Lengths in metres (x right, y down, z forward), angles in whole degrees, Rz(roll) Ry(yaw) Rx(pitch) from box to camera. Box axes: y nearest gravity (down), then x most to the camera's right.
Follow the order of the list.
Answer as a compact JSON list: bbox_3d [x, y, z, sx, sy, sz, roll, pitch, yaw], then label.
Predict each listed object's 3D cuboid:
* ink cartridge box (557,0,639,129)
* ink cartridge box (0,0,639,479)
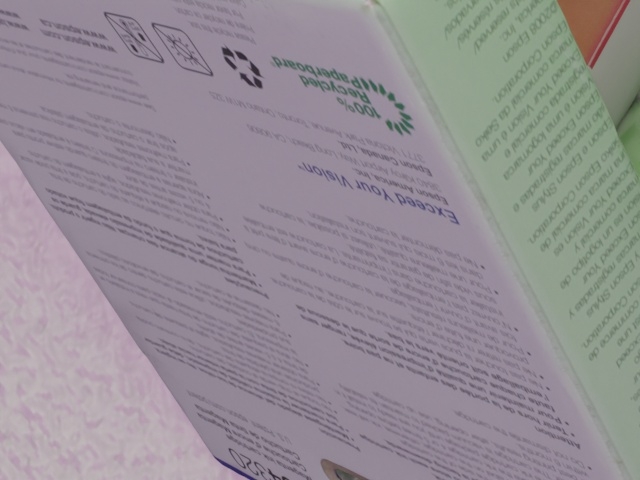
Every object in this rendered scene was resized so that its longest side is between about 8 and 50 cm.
[{"bbox_3d":[0.033,-0.137,0.708,0.218,0.092,0.158,39,125,17],"label":"ink cartridge box"},{"bbox_3d":[0.000,0.000,0.710,0.324,0.071,0.330,19,148,48],"label":"ink cartridge box"}]
